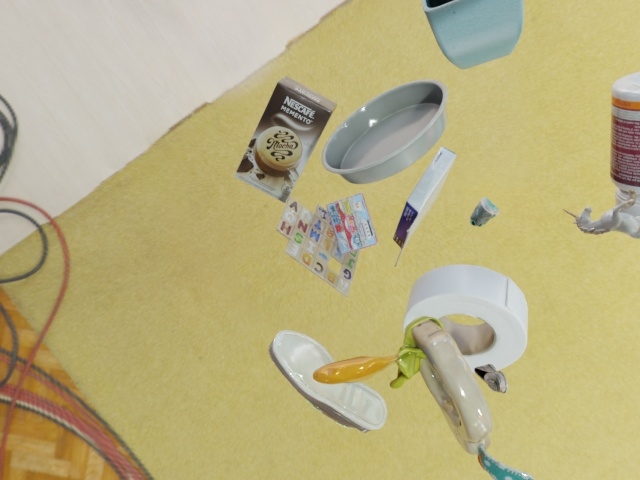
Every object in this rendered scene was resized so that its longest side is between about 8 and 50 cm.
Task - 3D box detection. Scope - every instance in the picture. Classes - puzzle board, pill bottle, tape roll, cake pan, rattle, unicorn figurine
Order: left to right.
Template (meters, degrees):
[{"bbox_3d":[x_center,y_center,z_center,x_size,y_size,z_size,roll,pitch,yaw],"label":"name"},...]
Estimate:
[{"bbox_3d":[0.074,-0.039,1.383,0.096,0.011,0.128,-18,87,19],"label":"puzzle board"},{"bbox_3d":[0.138,-0.222,1.204,0.293,0.293,0.054,-36,120,4],"label":"cake pan"},{"bbox_3d":[0.106,0.188,0.573,0.143,0.130,0.200,-28,103,-22],"label":"rattle"},{"bbox_3d":[0.344,0.189,1.378,0.286,0.100,0.286,11,133,12],"label":"tape roll"},{"bbox_3d":[0.526,-0.040,1.015,0.162,0.060,0.111,27,136,3],"label":"unicorn figurine"},{"bbox_3d":[0.950,-0.267,1.657,0.224,0.224,0.392,-12,117,2],"label":"pill bottle"}]

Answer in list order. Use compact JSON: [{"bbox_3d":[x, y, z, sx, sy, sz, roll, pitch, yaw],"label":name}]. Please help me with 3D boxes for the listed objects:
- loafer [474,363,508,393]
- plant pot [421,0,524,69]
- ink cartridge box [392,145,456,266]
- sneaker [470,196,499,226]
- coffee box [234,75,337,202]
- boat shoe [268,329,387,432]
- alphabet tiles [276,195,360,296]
[{"bbox_3d":[0.357,0.291,1.219,0.039,0.125,0.045,-1,93,0],"label":"loafer"},{"bbox_3d":[0.420,-0.625,1.591,0.248,0.247,0.252,-14,139,17],"label":"plant pot"},{"bbox_3d":[0.221,-0.073,1.338,0.045,0.223,0.224,30,69,11],"label":"ink cartridge box"},{"bbox_3d":[0.426,-0.071,1.538,0.076,0.166,0.065,-46,76,12],"label":"sneaker"},{"bbox_3d":[-0.097,-0.279,1.610,0.168,0.119,0.297,27,116,-4],"label":"coffee box"},{"bbox_3d":[0.003,0.320,1.295,0.324,0.116,0.097,39,140,-17],"label":"boat shoe"},{"bbox_3d":[0.000,0.000,1.424,0.237,0.198,0.009,37,135,-20],"label":"alphabet tiles"}]
